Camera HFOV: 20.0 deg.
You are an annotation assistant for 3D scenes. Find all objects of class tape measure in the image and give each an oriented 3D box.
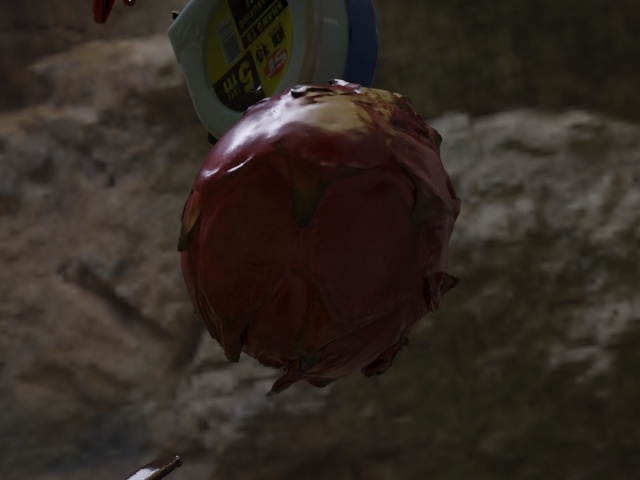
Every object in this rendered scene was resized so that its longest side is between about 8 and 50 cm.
[{"bbox_3d":[-0.002,-0.225,1.686,0.098,0.351,0.215,4,-124,-40],"label":"tape measure"}]

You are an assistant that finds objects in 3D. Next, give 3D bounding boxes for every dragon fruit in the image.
[{"bbox_3d":[-0.001,-0.010,1.475,0.241,0.252,0.241,47,-171,-10],"label":"dragon fruit"}]

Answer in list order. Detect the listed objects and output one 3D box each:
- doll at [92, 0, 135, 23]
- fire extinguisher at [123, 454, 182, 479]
[{"bbox_3d":[-0.181,-0.296,1.686,0.109,0.057,0.169,-40,-37,-47],"label":"doll"},{"bbox_3d":[-0.146,0.310,1.207,0.147,0.106,0.337,3,-82,-62],"label":"fire extinguisher"}]
